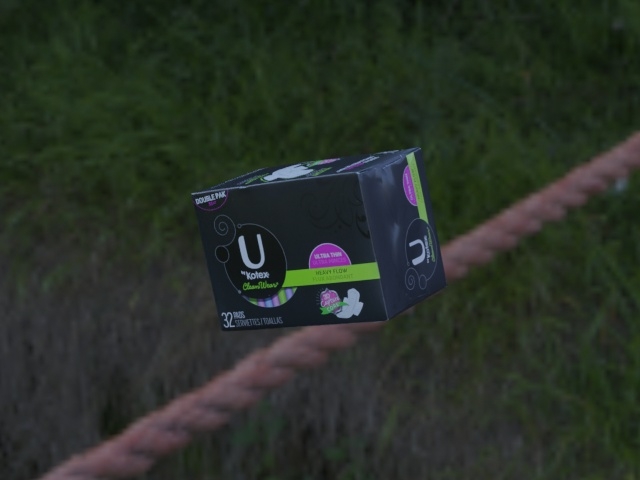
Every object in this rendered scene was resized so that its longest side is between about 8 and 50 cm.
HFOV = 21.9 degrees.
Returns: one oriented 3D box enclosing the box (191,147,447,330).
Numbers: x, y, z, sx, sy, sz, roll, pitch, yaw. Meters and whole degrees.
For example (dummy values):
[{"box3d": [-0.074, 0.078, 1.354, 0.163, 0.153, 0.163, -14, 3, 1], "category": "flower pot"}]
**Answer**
[{"box3d": [0.000, 0.000, 0.676, 0.083, 0.062, 0.052, -6, 11, 35], "category": "box"}]
